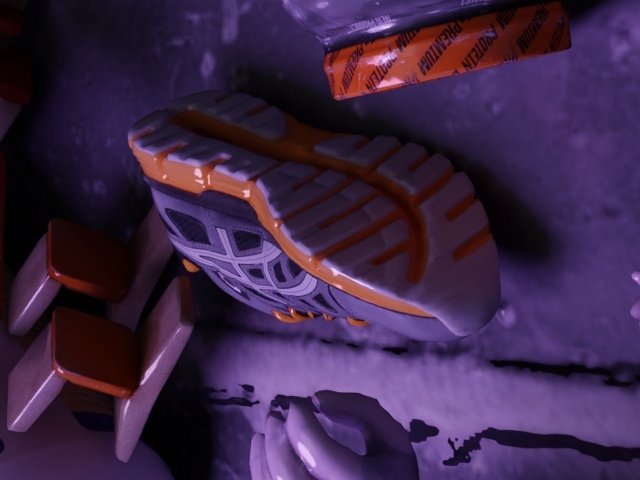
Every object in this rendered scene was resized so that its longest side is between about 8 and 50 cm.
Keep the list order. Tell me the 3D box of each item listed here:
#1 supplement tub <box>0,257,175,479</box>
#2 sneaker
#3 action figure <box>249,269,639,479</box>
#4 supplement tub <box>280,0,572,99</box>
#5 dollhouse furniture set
[{"bbox_3d":[-0.254,0.102,0.979,0.331,0.241,0.241,47,134,30],"label":"supplement tub"},{"bbox_3d":[0.000,0.000,0.777,0.215,0.084,0.083,29,137,46],"label":"sneaker"},{"bbox_3d":[0.095,0.161,0.575,0.370,0.248,0.275,-37,74,52],"label":"action figure"},{"bbox_3d":[0.029,-0.153,0.651,0.117,0.117,0.190,-6,97,51],"label":"supplement tub"},{"bbox_3d":[-0.194,-0.043,0.869,0.135,0.262,0.259,-60,24,28],"label":"dollhouse furniture set"}]
